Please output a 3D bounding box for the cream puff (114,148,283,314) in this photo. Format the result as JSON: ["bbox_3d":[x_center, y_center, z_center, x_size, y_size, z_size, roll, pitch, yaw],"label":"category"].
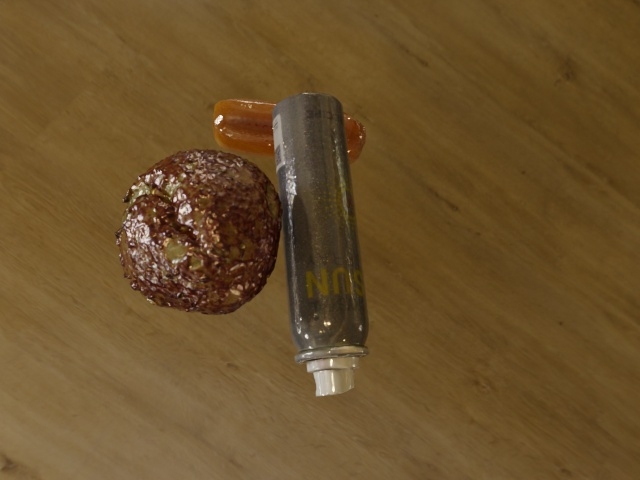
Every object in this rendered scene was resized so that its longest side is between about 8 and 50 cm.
[{"bbox_3d":[-0.104,-0.010,0.468,0.149,0.084,0.148,-7,68,17],"label":"cream puff"}]

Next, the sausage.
[{"bbox_3d":[-0.058,-0.190,1.018,0.275,0.105,0.105,9,76,9],"label":"sausage"}]

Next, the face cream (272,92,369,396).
[{"bbox_3d":[0.000,0.000,0.547,0.073,0.073,0.283,-2,73,-13],"label":"face cream"}]
